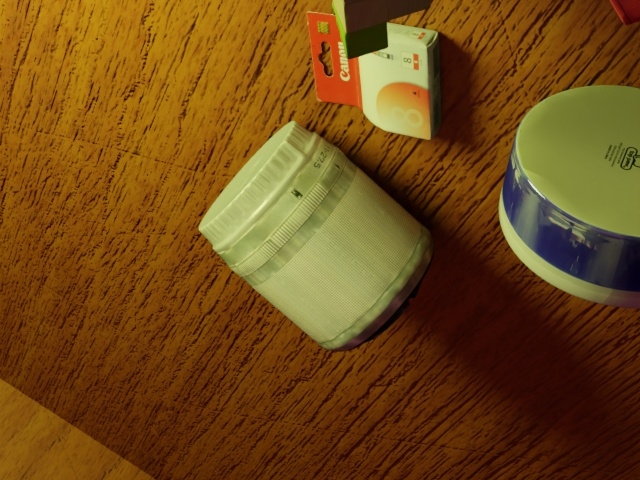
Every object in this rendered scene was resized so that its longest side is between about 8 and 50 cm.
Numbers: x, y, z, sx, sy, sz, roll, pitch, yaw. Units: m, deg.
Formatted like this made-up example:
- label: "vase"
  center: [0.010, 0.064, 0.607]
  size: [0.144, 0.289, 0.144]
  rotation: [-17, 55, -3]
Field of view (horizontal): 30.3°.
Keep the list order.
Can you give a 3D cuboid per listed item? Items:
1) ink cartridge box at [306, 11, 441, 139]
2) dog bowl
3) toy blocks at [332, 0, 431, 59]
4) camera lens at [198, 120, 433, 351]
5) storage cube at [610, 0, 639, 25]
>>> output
- label: "ink cartridge box"
  center: [0.063, -0.210, 1.501]
  size: [0.179, 0.045, 0.145]
  rotation: [11, 136, 20]
- label: "dog bowl"
  center: [0.336, -0.054, 1.311]
  size: [0.264, 0.265, 0.104]
  rotation: [19, 137, 15]
- label: "toy blocks"
  center: [0.021, -0.402, 1.172]
  size: [0.190, 0.261, 0.381]
  rotation: [-18, 153, -3]
- label: "camera lens"
  center: [0.000, 0.000, 1.618]
  size: [0.274, 0.219, 0.219]
  rotation: [41, 140, -11]
- label: "storage cube"
  center: [0.309, -0.325, 0.964]
  size: [0.193, 0.184, 0.215]
  rotation: [-14, 125, 35]
